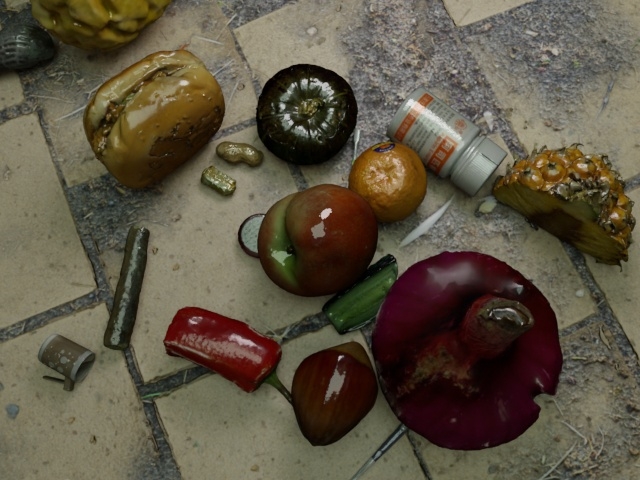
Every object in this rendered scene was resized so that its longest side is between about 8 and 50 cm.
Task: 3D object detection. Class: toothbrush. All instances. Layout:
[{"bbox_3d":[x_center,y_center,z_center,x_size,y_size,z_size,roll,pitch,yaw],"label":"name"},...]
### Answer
[{"bbox_3d":[0.074,-0.132,1.651,0.022,0.026,0.263,4,76,8],"label":"toothbrush"},{"bbox_3d":[0.127,0.445,1.513,0.288,0.026,0.024,-43,83,-9],"label":"toothbrush"}]

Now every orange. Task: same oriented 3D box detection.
[{"bbox_3d":[0.148,-0.127,1.584,0.177,0.155,0.178,-3,67,6],"label":"orange"}]

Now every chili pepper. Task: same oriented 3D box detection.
[{"bbox_3d":[-0.154,0.245,1.510,0.338,0.134,0.131,23,65,7],"label":"chili pepper"}]

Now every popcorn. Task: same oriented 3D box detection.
[{"bbox_3d":[-0.490,-0.636,1.615,0.353,0.344,0.390,-12,71,4],"label":"popcorn"}]

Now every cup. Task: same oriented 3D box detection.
[{"bbox_3d":[-0.549,0.260,1.551,0.099,0.102,0.074,27,40,8],"label":"cup"}]

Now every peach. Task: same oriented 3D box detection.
[{"bbox_3d":[0.000,0.000,1.509,0.252,0.252,0.253,0,77,1],"label":"peach"}]

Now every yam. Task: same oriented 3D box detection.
[{"bbox_3d":[-0.424,0.104,1.585,0.061,0.061,0.274,8,76,2],"label":"yam"}]

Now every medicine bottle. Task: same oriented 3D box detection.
[{"bbox_3d":[0.283,-0.220,1.612,0.252,0.144,0.144,36,79,8],"label":"medicine bottle"}]

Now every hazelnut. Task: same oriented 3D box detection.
[{"bbox_3d":[0.031,0.310,1.450,0.181,0.212,0.181,-18,78,4],"label":"hazelnut"}]

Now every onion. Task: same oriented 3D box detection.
[{"bbox_3d":[0.281,0.193,1.372,0.398,0.420,0.399,-2,73,6],"label":"onion"}]

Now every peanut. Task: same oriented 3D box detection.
[{"bbox_3d":[-0.187,-0.200,1.659,0.113,0.054,0.054,10,77,2],"label":"peanut"}]

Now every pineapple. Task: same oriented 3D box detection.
[{"bbox_3d":[0.570,-0.122,1.512,0.344,0.286,0.209,33,79,7],"label":"pineapple"}]

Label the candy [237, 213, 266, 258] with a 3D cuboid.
[{"bbox_3d":[-0.135,-0.011,1.615,0.103,0.043,0.103,0,76,1],"label":"candy"}]

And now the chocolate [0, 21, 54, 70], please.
[{"bbox_3d":[-0.756,-0.446,1.694,0.248,0.110,0.110,-19,77,-7],"label":"chocolate"}]

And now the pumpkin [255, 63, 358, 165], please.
[{"bbox_3d":[-0.034,-0.288,1.622,0.237,0.159,0.238,1,77,-4],"label":"pumpkin"}]

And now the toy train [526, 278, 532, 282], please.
[{"bbox_3d":[0.429,0.091,1.599,0.083,0.017,0.017,5,76,2],"label":"toy train"}]

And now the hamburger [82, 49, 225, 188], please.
[{"bbox_3d":[-0.349,-0.256,1.553,0.304,0.284,0.174,-39,78,-12],"label":"hamburger"}]

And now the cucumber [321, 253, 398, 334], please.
[{"bbox_3d":[0.094,0.116,1.566,0.193,0.115,0.086,-37,36,-3],"label":"cucumber"}]

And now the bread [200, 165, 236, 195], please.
[{"bbox_3d":[-0.233,-0.135,1.652,0.088,0.034,0.049,29,64,3],"label":"bread"}]
